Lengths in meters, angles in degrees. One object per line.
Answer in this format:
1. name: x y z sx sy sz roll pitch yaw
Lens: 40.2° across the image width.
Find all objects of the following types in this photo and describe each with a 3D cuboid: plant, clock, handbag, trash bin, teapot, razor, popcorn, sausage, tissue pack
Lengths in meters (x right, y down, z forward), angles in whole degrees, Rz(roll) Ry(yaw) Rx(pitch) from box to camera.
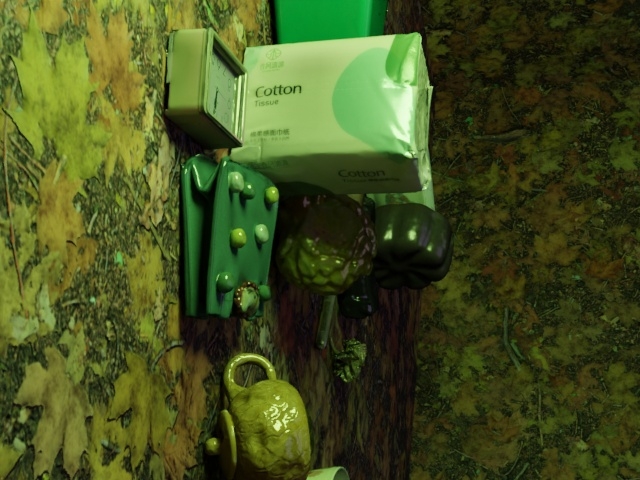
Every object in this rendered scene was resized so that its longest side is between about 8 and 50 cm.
1. plant: 0.063 0.310 2.325 0.117 0.122 0.104 -62 -161 -9
2. clock: -0.182 -0.241 1.423 0.192 0.071 0.147 42 49 -71
3. handbag: -0.145 0.001 1.498 0.268 0.100 0.274 26 64 -75
4. trash bin: 0.042 -0.453 1.896 0.259 0.295 0.381 -50 143 -67
5. teapot: -0.120 0.336 1.508 0.203 0.166 0.311 115 -31 -53
6. razor: 0.101 0.049 2.407 0.189 0.107 0.327 -51 140 -68
7. popcorn: 0.000 0.000 1.863 0.212 0.259 0.259 112 -11 -56
8. sausage: 0.019 0.172 2.240 0.033 0.032 0.269 72 23 -49
9. tissue pack: 0.028 -0.231 1.656 0.194 0.356 0.266 60 32 -62

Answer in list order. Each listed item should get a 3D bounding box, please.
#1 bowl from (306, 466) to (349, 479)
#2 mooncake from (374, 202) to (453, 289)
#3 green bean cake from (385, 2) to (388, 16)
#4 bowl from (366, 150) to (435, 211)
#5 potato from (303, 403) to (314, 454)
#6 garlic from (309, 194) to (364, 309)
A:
1. bowl: -0.025 0.615 1.847 0.277 0.145 0.277 1 90 -75
2. mooncake: 0.243 0.027 2.584 0.306 0.305 0.154 70 28 -52
3. green bean cake: 0.084 -0.654 2.271 0.247 0.156 0.250 -71 156 -49
4. bowl: 0.249 -0.178 2.770 0.435 0.195 0.435 -6 90 -80
5. potato: -0.043 0.432 1.967 0.119 0.054 0.198 -71 156 -58
6. garlic: 0.021 -0.024 2.074 0.196 0.151 0.339 96 0 -68
